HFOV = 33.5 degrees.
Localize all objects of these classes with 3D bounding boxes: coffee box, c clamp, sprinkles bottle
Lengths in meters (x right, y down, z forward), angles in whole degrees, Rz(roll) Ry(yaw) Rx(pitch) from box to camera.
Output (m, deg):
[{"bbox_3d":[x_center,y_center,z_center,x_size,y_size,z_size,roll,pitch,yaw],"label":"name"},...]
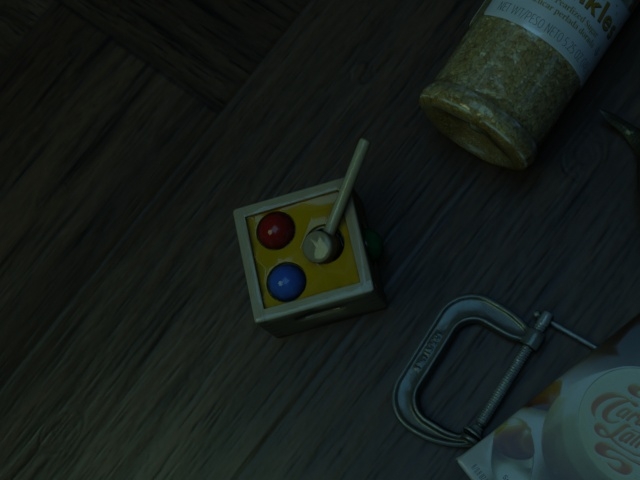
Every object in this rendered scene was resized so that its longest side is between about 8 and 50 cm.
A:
[{"bbox_3d":[0.250,0.155,0.850,0.246,0.098,0.141,-40,69,0],"label":"coffee box"},{"bbox_3d":[0.144,0.117,0.930,0.137,0.022,0.160,36,85,21],"label":"c clamp"},{"bbox_3d":[0.232,-0.236,0.962,0.121,0.121,0.355,32,84,21],"label":"sprinkles bottle"}]

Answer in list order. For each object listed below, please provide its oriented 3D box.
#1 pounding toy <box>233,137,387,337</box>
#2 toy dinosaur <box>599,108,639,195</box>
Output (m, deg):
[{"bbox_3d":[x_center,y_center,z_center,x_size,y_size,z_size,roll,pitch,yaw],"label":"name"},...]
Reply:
[{"bbox_3d":[0.000,0.000,0.960,0.141,0.100,0.130,-16,71,9],"label":"pounding toy"},{"bbox_3d":[0.349,-0.025,0.870,0.313,0.121,0.160,39,73,17],"label":"toy dinosaur"}]
